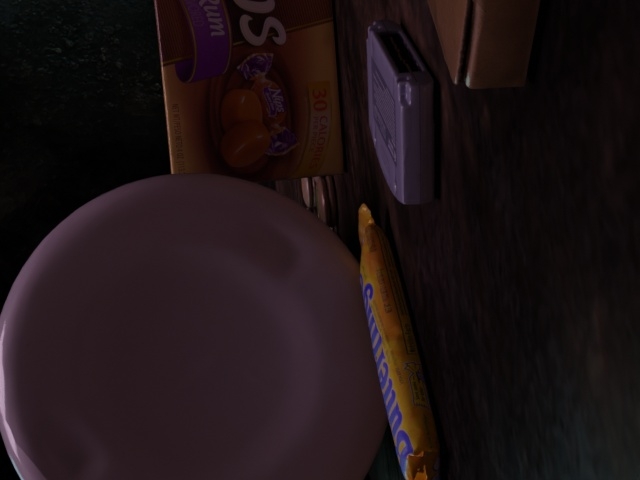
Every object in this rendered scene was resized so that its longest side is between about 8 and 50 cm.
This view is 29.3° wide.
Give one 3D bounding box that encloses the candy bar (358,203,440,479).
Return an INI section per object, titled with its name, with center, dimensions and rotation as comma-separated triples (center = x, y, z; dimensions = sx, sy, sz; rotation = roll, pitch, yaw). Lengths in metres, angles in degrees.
[candy bar]
center = 0.034, 0.049, 0.556
dimensions = 0.161, 0.018, 0.040
rotation = -100, 6, -46

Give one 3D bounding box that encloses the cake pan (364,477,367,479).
[cake pan]
center = 0.016, 0.300, 0.823
dimensions = 0.293, 0.054, 0.293
rotation = 174, 90, -85

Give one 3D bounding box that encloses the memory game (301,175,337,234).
[memory game]
center = 0.000, 0.000, 0.918
dimensions = 0.186, 0.012, 0.186
rotation = 174, 90, -85

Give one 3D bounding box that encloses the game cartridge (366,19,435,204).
[game cartridge]
center = 0.032, -0.049, 0.485
dimensions = 0.083, 0.017, 0.056
rotation = -105, 14, -62

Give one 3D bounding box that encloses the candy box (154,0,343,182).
[candy box]
center = -0.047, -0.130, 0.756
dimensions = 0.053, 0.109, 0.186
rotation = -119, 25, -77

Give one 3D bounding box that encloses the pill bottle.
[pill bottle]
center = -0.091, 0.086, 0.770
dimensions = 0.361, 0.204, 0.204
rotation = 144, 121, -78

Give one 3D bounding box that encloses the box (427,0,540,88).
[box]
center = 0.034, -0.164, 0.290
dimensions = 0.201, 0.021, 0.164
rotation = 90, 173, -51
